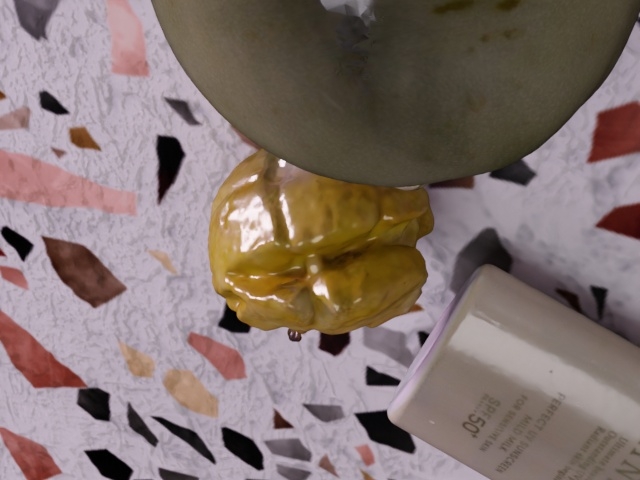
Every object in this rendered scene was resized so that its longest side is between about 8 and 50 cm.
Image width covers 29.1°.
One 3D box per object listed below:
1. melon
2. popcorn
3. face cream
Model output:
[{"bbox_3d":[0.031,-0.168,0.604,0.271,0.272,0.308,-21,108,37],"label":"melon"},{"bbox_3d":[0.000,0.000,0.824,0.167,0.148,0.152,19,146,47],"label":"popcorn"},{"bbox_3d":[0.228,0.158,0.879,0.348,0.081,0.173,30,133,2],"label":"face cream"}]
